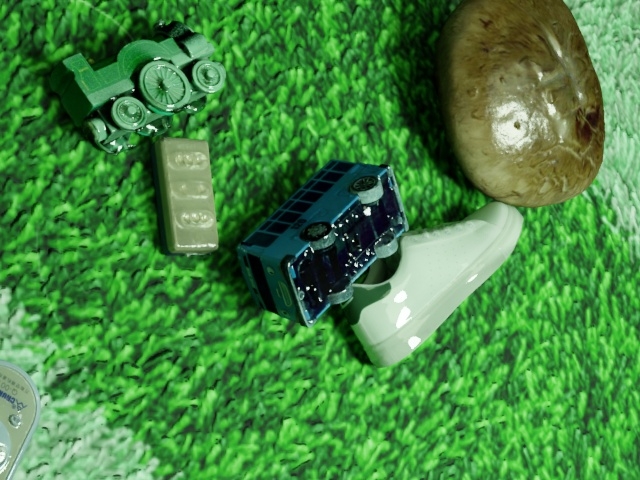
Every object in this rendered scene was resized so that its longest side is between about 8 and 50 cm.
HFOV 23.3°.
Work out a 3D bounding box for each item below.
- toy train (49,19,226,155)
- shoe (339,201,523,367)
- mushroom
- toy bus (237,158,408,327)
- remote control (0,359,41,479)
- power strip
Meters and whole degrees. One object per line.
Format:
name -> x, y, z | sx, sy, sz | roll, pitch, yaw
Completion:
toy train -> -0.178, -0.159, 1.570 | 0.178, 0.071, 0.105 | -31, 83, -36
shoe -> 0.119, 0.019, 1.697 | 0.110, 0.095, 0.265 | 49, 57, -10
mushroom -> 0.240, -0.173, 1.810 | 0.278, 0.146, 0.278 | 11, 73, -38
toy bus -> 0.000, 0.000, 1.612 | 0.184, 0.106, 0.090 | -43, 131, -36
remote control -> -0.323, 0.215, 1.360 | 0.087, 0.047, 0.244 | 37, 57, -23
power strip -> -0.138, -0.043, 1.579 | 0.056, 0.032, 0.123 | 1, 75, -33
